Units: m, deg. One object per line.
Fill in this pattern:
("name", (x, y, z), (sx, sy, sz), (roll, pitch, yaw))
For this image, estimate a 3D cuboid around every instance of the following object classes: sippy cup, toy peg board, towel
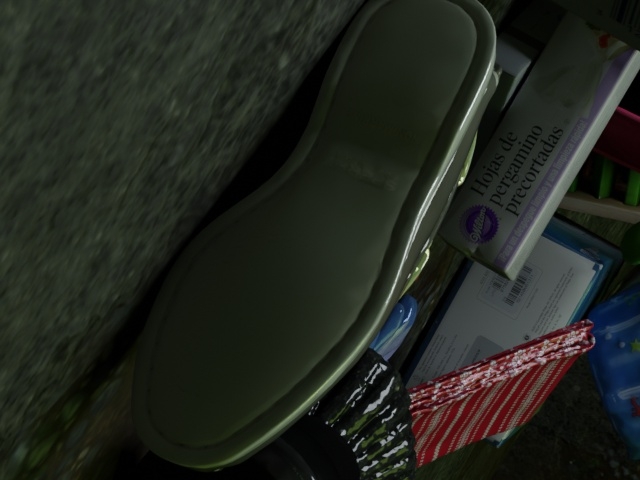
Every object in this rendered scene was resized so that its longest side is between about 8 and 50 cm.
("sippy cup", (0.394, 0.115, 1.952), (0.224, 0.305, 0.240), (-20, 178, 16))
("toy peg board", (0.337, -0.082, 2.106), (0.160, 0.161, 0.079), (-40, 140, -63))
("towel", (0.111, 0.168, 1.758), (0.275, 0.031, 0.199), (-20, 157, -26))

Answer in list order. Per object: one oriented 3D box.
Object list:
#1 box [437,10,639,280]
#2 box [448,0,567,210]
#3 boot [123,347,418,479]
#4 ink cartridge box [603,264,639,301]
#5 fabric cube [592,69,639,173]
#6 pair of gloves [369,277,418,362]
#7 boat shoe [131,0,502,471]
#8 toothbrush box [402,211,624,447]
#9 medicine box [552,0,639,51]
("box", (0.196, -0.125, 1.427), (0.324, 0.063, 0.067), (-59, 166, 0))
("box", (0.151, -0.121, 1.502), (0.186, 0.038, 0.145), (-47, 164, -47))
("boot", (-0.018, 0.152, 1.246), (0.260, 0.131, 0.348), (-42, 172, -34))
("ink cartridge box", (0.393, 0.029, 2.098), (0.181, 0.061, 0.104), (-45, 178, 28))
("fabric cube", (0.358, -0.168, 1.585), (0.258, 0.254, 0.259), (48, 67, -84))
("pair of gloves", (0.040, 0.099, 1.636), (0.159, 0.023, 0.198), (-55, 167, -15))
("boat shoe", (0.004, 0.002, 1.030), (0.305, 0.109, 0.091), (-58, 164, -21))
("toothbrush box", (0.211, 0.081, 2.040), (0.216, 0.126, 0.295), (-62, 167, 10))
("medicine box", (0.314, -0.249, 1.289), (0.289, 0.263, 0.149), (-55, 168, -18))
